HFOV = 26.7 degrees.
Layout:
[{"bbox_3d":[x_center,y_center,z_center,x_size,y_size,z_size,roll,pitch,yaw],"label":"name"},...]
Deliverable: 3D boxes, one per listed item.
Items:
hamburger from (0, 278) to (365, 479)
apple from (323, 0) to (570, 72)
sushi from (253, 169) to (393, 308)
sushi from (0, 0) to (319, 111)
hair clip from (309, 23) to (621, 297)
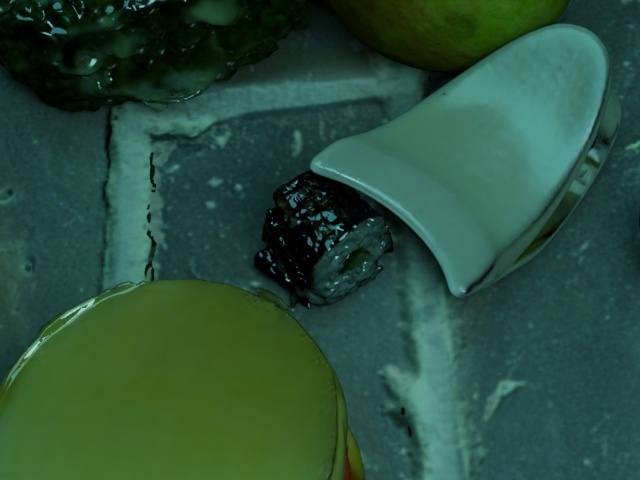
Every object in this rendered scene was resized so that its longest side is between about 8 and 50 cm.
[{"bbox_3d":[-0.073,0.178,0.947,0.302,0.186,0.261,3,56,22],"label":"hamburger"},{"bbox_3d":[0.114,-0.271,1.177,0.246,0.226,0.246,-32,39,31],"label":"apple"},{"bbox_3d":[0.001,-0.001,1.110,0.098,0.094,0.084,-31,61,-17],"label":"sushi"},{"bbox_3d":[-0.167,-0.274,1.262,0.352,0.178,0.294,-19,58,-2],"label":"sushi"},{"bbox_3d":[0.147,-0.077,1.125,0.172,0.113,0.282,41,72,19],"label":"hair clip"}]
